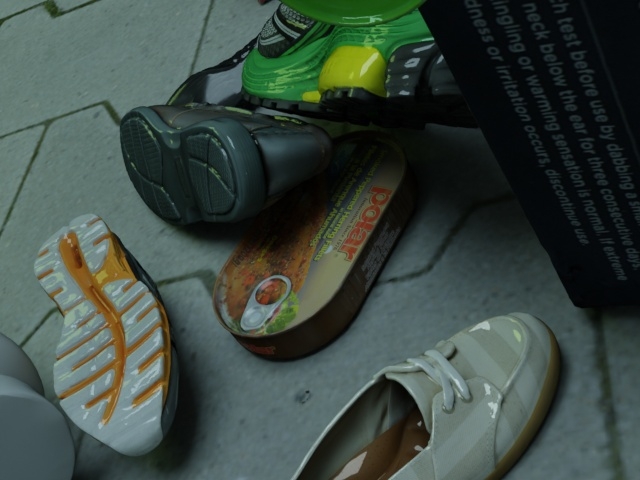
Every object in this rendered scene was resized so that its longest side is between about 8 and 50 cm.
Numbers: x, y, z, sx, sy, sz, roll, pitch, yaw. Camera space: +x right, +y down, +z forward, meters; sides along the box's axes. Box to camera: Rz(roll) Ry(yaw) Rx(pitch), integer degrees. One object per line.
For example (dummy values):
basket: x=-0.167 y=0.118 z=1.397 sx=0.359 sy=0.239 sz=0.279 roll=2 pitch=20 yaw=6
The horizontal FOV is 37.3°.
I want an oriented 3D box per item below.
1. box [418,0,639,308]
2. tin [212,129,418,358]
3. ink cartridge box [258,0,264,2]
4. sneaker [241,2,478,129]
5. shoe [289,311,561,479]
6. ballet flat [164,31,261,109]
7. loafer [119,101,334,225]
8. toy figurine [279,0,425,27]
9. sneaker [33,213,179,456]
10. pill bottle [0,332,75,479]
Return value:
box: x=0.340 y=-0.237 z=0.438 sx=0.471 sy=0.297 sz=0.480 roll=-2 pitch=57 yaw=30
tin: x=0.000 y=0.000 z=0.667 sx=0.106 sy=0.040 sz=0.190 roll=5 pitch=52 yaw=42
ink cartridge box: x=-0.089 y=-0.378 z=0.963 sx=0.092 sy=0.218 sz=0.159 roll=-30 pitch=40 yaw=4
sneaker: x=0.041 y=-0.150 z=0.636 sx=0.343 sy=0.134 sz=0.146 roll=-164 pitch=82 yaw=-69
shoe: x=0.044 y=0.113 z=0.506 sx=0.219 sy=0.058 sz=0.076 roll=-43 pitch=41 yaw=-11
ballet flat: x=-0.073 y=-0.141 z=0.862 sx=0.173 sy=0.049 sz=0.057 roll=-34 pitch=72 yaw=5
loafer: x=-0.081 y=-0.062 z=0.736 sx=0.084 sy=0.096 sz=0.267 roll=-17 pitch=16 yaw=-25
toy figurine: x=0.054 y=-0.174 z=0.319 sx=0.173 sy=0.130 sz=0.159 roll=-36 pitch=28 yaw=41
sneaker: x=-0.135 y=0.066 z=0.658 sx=0.084 sy=0.083 sz=0.215 roll=-31 pitch=42 yaw=2
pill bottle: x=-0.287 y=0.113 z=0.656 sx=0.272 sy=0.152 sz=0.152 roll=19 pitch=62 yaw=44
